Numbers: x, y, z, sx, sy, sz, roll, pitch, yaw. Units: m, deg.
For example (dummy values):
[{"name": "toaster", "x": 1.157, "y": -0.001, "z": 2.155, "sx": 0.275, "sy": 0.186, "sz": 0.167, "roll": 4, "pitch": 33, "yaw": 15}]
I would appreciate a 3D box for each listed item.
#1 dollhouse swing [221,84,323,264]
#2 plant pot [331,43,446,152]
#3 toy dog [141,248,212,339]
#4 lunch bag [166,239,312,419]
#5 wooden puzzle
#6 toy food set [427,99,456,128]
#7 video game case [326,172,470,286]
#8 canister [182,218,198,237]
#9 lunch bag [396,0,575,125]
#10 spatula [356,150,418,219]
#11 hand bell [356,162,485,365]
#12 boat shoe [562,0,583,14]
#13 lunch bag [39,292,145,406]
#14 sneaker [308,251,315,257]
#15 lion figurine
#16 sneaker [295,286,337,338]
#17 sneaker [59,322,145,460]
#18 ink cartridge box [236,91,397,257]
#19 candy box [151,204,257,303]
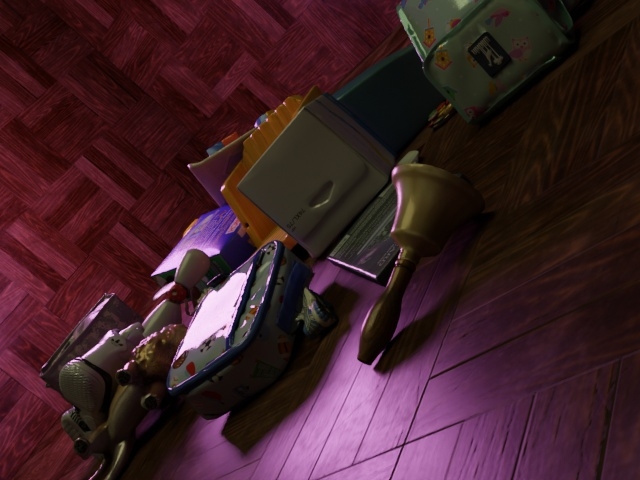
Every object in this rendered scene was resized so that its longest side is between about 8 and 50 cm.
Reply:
[{"name": "dollhouse swing", "x": -0.123, "y": -0.111, "z": 1.872, "sx": 0.305, "sy": 0.315, "sz": 0.347, "roll": -30, "pitch": -5, "yaw": -45}, {"name": "plant pot", "x": 0.162, "y": -0.307, "z": 1.737, "sx": 0.234, "sy": 0.165, "sz": 0.165, "roll": -40, "pitch": 12, "yaw": 3}, {"name": "toy dog", "x": -0.349, "y": 0.198, "z": 1.996, "sx": 0.334, "sy": 0.220, "sz": 0.161, "roll": -43, "pitch": -22, "yaw": -4}, {"name": "lunch bag", "x": -0.126, "y": 0.138, "z": 1.392, "sx": 0.243, "sy": 0.115, "sz": 0.303, "roll": -38, "pitch": 23, "yaw": 30}, {"name": "wooden puzzle", "x": -0.157, "y": -0.226, "z": 2.220, "sx": 0.348, "sy": 0.080, "sz": 0.322, "roll": -28, "pitch": -25, "yaw": 1}, {"name": "toy food set", "x": 0.237, "y": -0.247, "z": 1.591, "sx": 0.082, "sy": 0.020, "sz": 0.083, "roll": -44, "pitch": 12, "yaw": 21}, {"name": "video game case", "x": 0.112, "y": -0.027, "z": 1.291, "sx": 0.196, "sy": 0.026, "sz": 0.274, "roll": -50, "pitch": 15, "yaw": -5}, {"name": "canister", "x": -0.320, "y": 0.017, "z": 2.435, "sx": 0.073, "sy": 0.170, "sz": 0.126, "roll": -48, "pitch": 11, "yaw": 2}, {"name": "lunch bag", "x": 0.270, "y": -0.345, "z": 1.333, "sx": 0.223, "sy": 0.160, "sz": 0.262, "roll": -40, "pitch": 55, "yaw": 37}, {"name": "spatula", "x": 0.132, "y": -0.086, "z": 1.460, "sx": 0.168, "sy": 0.019, "sz": 0.242, "roll": -47, "pitch": 11, "yaw": 3}, {"name": "hand bell", "x": 0.099, "y": 0.039, "z": 1.016, "sx": 0.242, "sy": 0.126, "sz": 0.126, "roll": -64, "pitch": 15, "yaw": -17}, {"name": "boat shoe", "x": 0.368, "y": -0.380, "z": 1.422, "sx": 0.076, "sy": 0.080, "sz": 0.228, "roll": -28, "pitch": -9, "yaw": -39}, {"name": "lunch bag", "x": -0.562, "y": 0.320, "z": 2.176, "sx": 0.287, "sy": 0.235, "sz": 0.169, "roll": -52, "pitch": 17, "yaw": -19}, {"name": "sneaker", "x": 0.000, "y": 0.000, "z": 1.645, "sx": 0.044, "sy": 0.040, "sz": 0.109, "roll": -28, "pitch": 20, "yaw": 14}, {"name": "lion figurine", "x": -0.388, "y": 0.346, "z": 1.698, "sx": 0.392, "sy": 0.142, "sz": 0.240, "roll": -52, "pitch": 4, "yaw": 5}, {"name": "sneaker", "x": -0.016, "y": 0.113, "z": 1.276, "sx": 0.058, "sy": 0.052, "sz": 0.135, "roll": -52, "pitch": 10, "yaw": 5}, {"name": "sneaker", "x": -0.464, "y": 0.338, "z": 1.856, "sx": 0.210, "sy": 0.137, "sz": 0.365, "roll": -46, "pitch": -21, "yaw": -38}, {"name": "ink cartridge box", "x": 0.003, "y": -0.131, "z": 1.548, "sx": 0.198, "sy": 0.197, "sz": 0.270, "roll": -48, "pitch": 4, "yaw": 16}, {"name": "candy box", "x": -0.258, "y": 0.018, "z": 2.183, "sx": 0.317, "sy": 0.122, "sz": 0.268, "roll": -19, "pitch": 29, "yaw": 46}]
